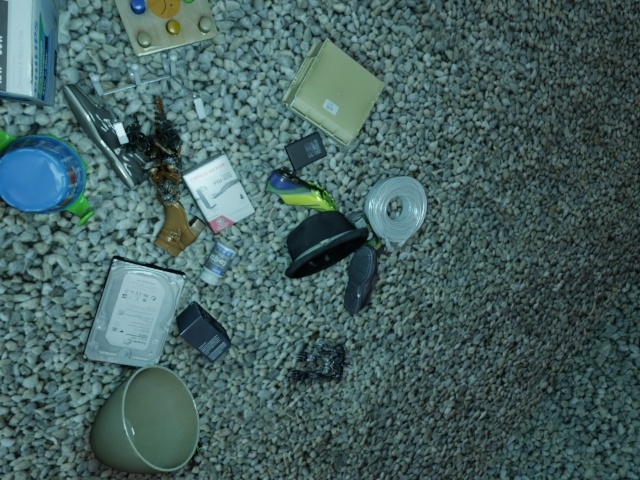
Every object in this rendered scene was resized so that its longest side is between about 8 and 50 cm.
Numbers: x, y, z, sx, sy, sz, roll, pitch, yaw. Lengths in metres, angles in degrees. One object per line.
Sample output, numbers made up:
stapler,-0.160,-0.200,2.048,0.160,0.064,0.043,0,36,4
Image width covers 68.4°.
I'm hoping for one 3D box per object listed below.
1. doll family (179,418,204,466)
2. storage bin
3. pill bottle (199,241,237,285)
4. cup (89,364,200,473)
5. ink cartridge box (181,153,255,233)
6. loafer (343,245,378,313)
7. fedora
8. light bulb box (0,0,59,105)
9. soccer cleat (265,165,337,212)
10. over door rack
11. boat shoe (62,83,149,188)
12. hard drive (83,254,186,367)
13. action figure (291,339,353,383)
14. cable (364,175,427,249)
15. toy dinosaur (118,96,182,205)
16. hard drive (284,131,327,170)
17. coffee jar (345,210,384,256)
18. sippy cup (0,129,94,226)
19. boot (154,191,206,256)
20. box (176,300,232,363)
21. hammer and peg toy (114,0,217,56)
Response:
doll family,-0.473,0.716,1.674,0.076,0.111,0.192,-32,111,-14
storage bin,0.042,-0.501,1.617,0.262,0.123,0.260,29,90,-26
pill bottle,-0.350,0.079,1.603,0.078,0.078,0.137,30,89,-26
cup,-0.590,0.603,1.516,0.237,0.331,0.331,-28,114,17
ink cartridge box,-0.338,-0.157,1.549,0.159,0.092,0.217,-31,110,-14
loafer,0.166,0.145,1.808,0.095,0.109,0.302,-12,128,-37
fedora,0.000,0.000,1.673,0.334,0.334,0.152,-22,74,-17
light bulb box,-0.779,-0.527,1.131,0.226,0.361,0.357,4,100,-23
soccer cleat,-0.066,-0.157,1.682,0.289,0.093,0.121,28,120,-30
over door rack,-0.488,-0.420,1.302,0.240,0.324,0.108,-24,141,-19
boat shoe,-0.622,-0.315,1.393,0.095,0.112,0.335,-41,120,-27
hard drive,-0.605,0.239,1.540,0.237,0.064,0.338,18,95,-25
action figure,0.008,0.467,1.814,0.276,0.141,0.163,14,87,-51
cable,0.295,-0.123,1.827,0.257,0.089,0.257,-37,112,-13
toy dinosaur,-0.486,-0.274,1.413,0.164,0.218,0.321,-29,79,-5
hard drive,-0.052,-0.317,1.672,0.135,0.022,0.094,-28,111,-15
coffee jar,0.166,-0.019,1.789,0.079,0.096,0.184,-41,114,-18
sippy cup,-0.775,-0.173,1.287,0.306,0.224,0.239,8,98,-24
boot,-0.488,-0.050,1.522,0.152,0.073,0.197,-47,112,-2
box,-0.396,0.307,1.592,0.093,0.156,0.158,-43,114,-8
hammer and peg toy,-0.478,-0.735,1.343,0.266,0.127,0.361,-23,109,-15
